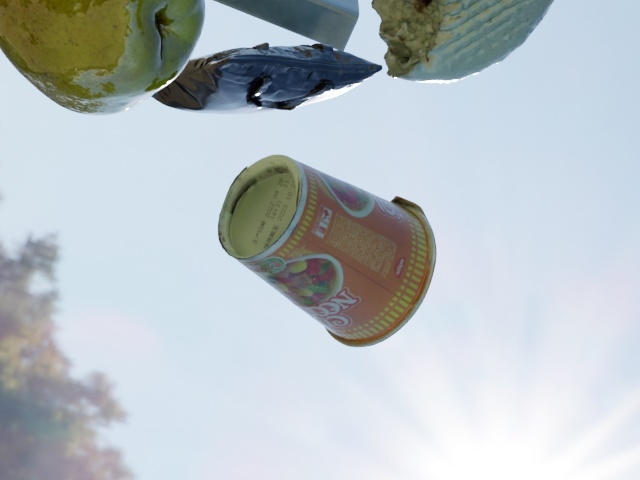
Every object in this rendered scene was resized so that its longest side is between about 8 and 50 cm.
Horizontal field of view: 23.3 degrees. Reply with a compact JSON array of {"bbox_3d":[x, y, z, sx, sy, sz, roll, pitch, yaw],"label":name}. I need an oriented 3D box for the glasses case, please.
[{"bbox_3d":[-0.072,-0.374,2.263,0.056,0.266,0.105,124,-18,-50],"label":"glasses case"}]

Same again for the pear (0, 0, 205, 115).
[{"bbox_3d":[-0.194,-0.206,1.344,0.198,0.198,0.198,-37,-137,44],"label":"pear"}]

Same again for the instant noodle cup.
[{"bbox_3d":[0.000,0.000,1.574,0.168,0.185,0.168,-23,-128,34],"label":"instant noodle cup"}]

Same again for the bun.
[{"bbox_3d":[0.080,-0.221,1.118,0.126,0.204,0.212,53,-31,42],"label":"bun"}]

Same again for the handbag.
[{"bbox_3d":[-0.074,-0.214,2.071,0.211,0.254,0.088,-12,-99,53],"label":"handbag"}]
